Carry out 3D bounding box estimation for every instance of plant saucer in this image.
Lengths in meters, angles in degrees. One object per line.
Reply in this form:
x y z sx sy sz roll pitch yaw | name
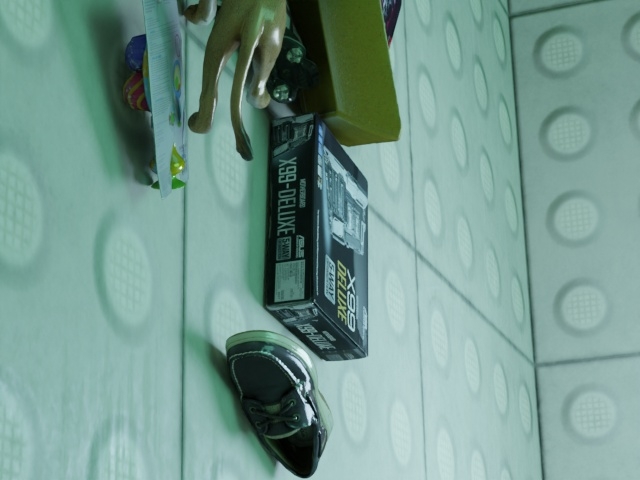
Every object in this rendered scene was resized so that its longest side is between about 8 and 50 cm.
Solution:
0.015 -0.302 2.148 0.333 0.081 0.333 -171 -109 -77 | plant saucer

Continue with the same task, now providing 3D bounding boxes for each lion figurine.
-0.091 -0.310 1.763 0.240 0.142 0.392 115 -30 -43 | lion figurine

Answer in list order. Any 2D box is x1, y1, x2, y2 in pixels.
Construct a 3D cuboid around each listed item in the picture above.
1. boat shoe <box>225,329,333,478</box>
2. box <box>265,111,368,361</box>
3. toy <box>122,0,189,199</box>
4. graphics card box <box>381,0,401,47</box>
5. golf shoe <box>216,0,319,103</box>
-0.050 0.220 1.886 0.285 0.103 0.092 67 19 -50 | boat shoe
0.000 0.000 2.147 0.242 0.076 0.307 48 38 -57 | box
-0.200 -0.175 1.693 0.137 0.056 0.237 -57 141 -74 | toy
0.077 -0.466 2.359 0.371 0.094 0.233 87 15 -46 | graphics card box
-0.092 -0.326 2.037 0.120 0.105 0.273 -110 178 -55 | golf shoe
